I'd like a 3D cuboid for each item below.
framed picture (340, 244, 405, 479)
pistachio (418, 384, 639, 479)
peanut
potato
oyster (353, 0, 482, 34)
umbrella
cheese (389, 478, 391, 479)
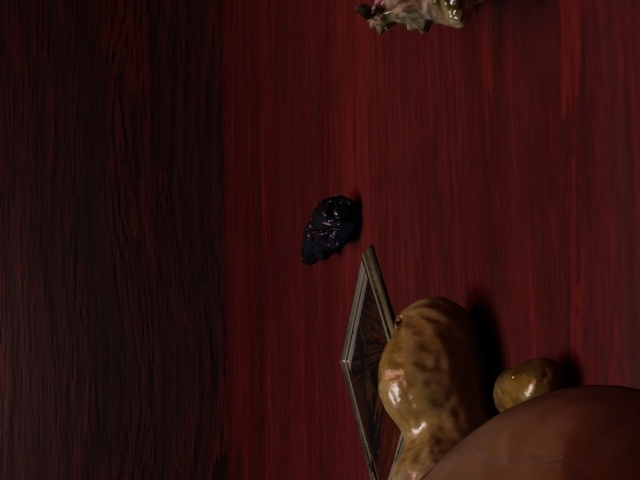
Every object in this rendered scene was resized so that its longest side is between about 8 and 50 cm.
[{"bbox_3d":[0.066,0.172,1.305,0.273,0.016,0.216,-104,19,-49],"label":"framed picture"},{"bbox_3d":[0.124,0.197,0.525,0.321,0.238,0.229,-37,-53,-66],"label":"pistachio"},{"bbox_3d":[0.103,0.155,0.924,0.098,0.103,0.229,85,-179,-61],"label":"peanut"},{"bbox_3d":[0.158,0.115,0.804,0.046,0.045,0.092,51,159,3],"label":"potato"},{"bbox_3d":[0.106,-0.271,0.947,0.201,0.107,0.354,-54,21,37],"label":"oyster"},{"bbox_3d":[-0.002,-0.008,1.493,0.248,0.071,0.071,141,128,-73],"label":"umbrella"},{"bbox_3d":[0.049,0.315,1.047,0.074,0.189,0.286,54,131,37],"label":"cheese"}]
